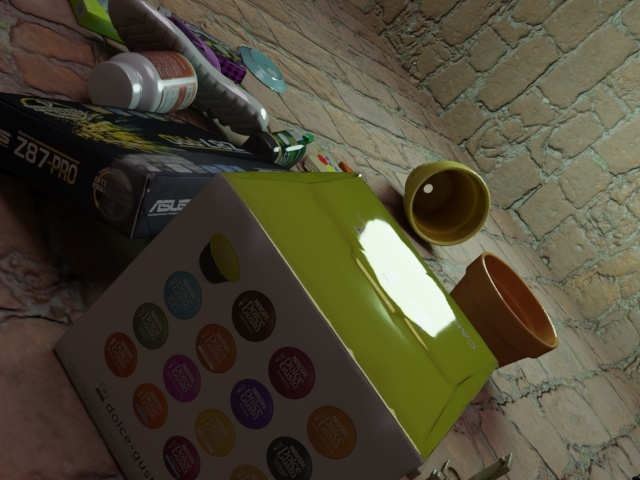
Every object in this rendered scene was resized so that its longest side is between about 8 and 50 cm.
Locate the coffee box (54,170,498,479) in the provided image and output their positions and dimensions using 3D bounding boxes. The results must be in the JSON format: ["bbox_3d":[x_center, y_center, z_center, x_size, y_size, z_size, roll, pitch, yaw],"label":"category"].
[{"bbox_3d":[-0.038,0.142,0.801,0.338,0.334,0.338,54,25,12],"label":"coffee box"}]

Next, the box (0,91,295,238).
[{"bbox_3d":[-0.247,-0.113,0.971,0.318,0.097,0.395,29,17,23],"label":"box"}]

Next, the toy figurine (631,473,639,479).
[{"bbox_3d":[0.976,0.721,1.795,0.209,0.213,0.148,10,54,-58],"label":"toy figurine"}]

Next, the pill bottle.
[{"bbox_3d":[-0.330,-0.291,1.207,0.121,0.121,0.216,48,24,-1],"label":"pill bottle"}]

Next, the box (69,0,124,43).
[{"bbox_3d":[-0.444,-0.475,1.385,0.178,0.042,0.109,11,44,-52],"label":"box"}]

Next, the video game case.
[{"bbox_3d":[-0.291,-0.469,1.545,0.232,0.042,0.210,26,21,-22],"label":"video game case"}]

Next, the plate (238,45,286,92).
[{"bbox_3d":[-0.166,-0.517,1.927,0.188,0.024,0.188,38,25,-22],"label":"plate"}]

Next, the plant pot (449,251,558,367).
[{"bbox_3d":[0.432,0.203,1.650,0.291,0.203,0.291,37,27,-23],"label":"plant pot"}]

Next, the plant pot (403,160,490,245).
[{"bbox_3d":[0.370,-0.137,2.030,0.254,0.254,0.239,40,10,-18],"label":"plant pot"}]

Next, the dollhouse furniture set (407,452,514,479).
[{"bbox_3d":[0.243,0.388,1.160,0.151,0.123,0.144,52,24,7],"label":"dollhouse furniture set"}]

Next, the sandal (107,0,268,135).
[{"bbox_3d":[-0.271,-0.380,1.377,0.416,0.169,0.102,42,59,-34],"label":"sandal"}]

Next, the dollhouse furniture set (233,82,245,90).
[{"bbox_3d":[-0.255,-0.346,1.532,0.151,0.058,0.076,-25,82,-45],"label":"dollhouse furniture set"}]

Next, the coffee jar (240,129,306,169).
[{"bbox_3d":[-0.110,-0.202,1.473,0.079,0.096,0.184,49,25,8],"label":"coffee jar"}]

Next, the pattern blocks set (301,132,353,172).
[{"bbox_3d":[0.037,-0.160,1.737,0.325,0.026,0.285,54,25,12],"label":"pattern blocks set"}]
